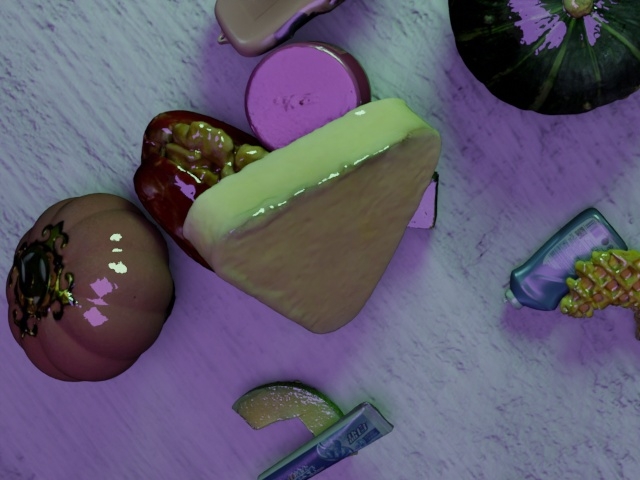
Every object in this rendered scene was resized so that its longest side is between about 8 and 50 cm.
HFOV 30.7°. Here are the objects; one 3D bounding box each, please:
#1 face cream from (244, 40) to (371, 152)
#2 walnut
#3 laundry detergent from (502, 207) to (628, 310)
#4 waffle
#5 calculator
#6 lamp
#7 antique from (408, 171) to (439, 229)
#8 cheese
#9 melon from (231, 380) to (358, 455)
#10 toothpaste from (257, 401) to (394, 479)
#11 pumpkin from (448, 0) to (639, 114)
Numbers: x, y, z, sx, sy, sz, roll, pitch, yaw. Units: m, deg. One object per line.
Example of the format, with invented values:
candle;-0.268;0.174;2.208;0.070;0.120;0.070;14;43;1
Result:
face cream;-0.014;-0.214;1.765;0.175;0.195;0.175;1;101;7
walnut;-0.159;-0.082;1.779;0.269;0.244;0.222;32;65;-15
laundry detergent;0.373;0.043;1.822;0.206;0.061;0.097;-39;102;13
waffle;0.468;0.088;1.789;0.194;0.051;0.149;8;114;-11
calculator;-0.026;-0.398;1.730;0.329;0.220;0.048;-39;134;5
lamp;-0.352;0.078;1.848;0.305;0.239;0.306;-12;71;40
antique;0.074;-0.071;1.837;0.220;0.080;0.081;4;102;7
cheese;-0.001;0.001;1.698;0.384;0.384;0.104;-52;55;13
melon;-0.031;0.296;1.930;0.209;0.064;0.118;39;102;-3
toothpaste;-0.009;0.351;1.892;0.268;0.047;0.069;-35;88;12
pumpkin;0.343;-0.337;1.666;0.323;0.241;0.323;2;103;7
